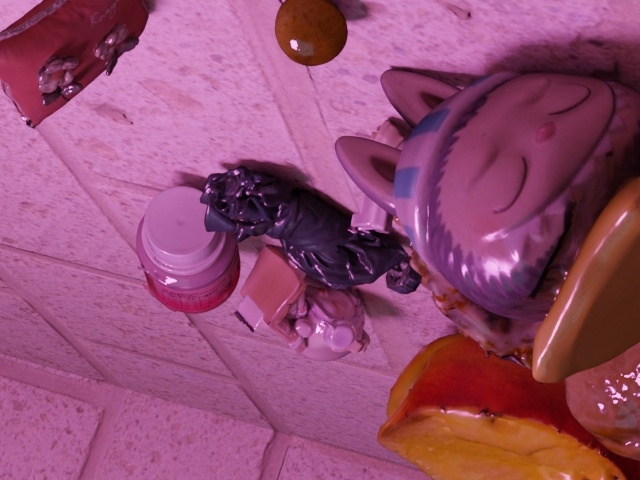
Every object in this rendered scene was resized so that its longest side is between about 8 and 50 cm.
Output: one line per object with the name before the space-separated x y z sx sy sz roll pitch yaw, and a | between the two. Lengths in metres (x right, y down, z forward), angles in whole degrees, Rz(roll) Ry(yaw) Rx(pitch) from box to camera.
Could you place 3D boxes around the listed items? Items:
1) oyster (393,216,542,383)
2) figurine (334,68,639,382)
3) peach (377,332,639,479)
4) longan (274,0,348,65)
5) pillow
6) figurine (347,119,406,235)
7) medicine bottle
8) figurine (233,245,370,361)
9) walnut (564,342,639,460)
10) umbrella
oyster | 0.236 0.061 2.061 0.361 0.096 0.221 22 131 -8
figurine | 0.220 -0.081 1.651 0.377 0.266 0.361 45 -155 26
peach | 0.309 0.272 2.506 0.380 0.242 0.306 35 139 -10
longan | -0.012 -0.207 1.625 0.083 0.075 0.075 57 -174 33
pillow | -0.247 -0.202 1.702 0.075 0.179 0.171 45 170 18
figurine | 0.165 -0.031 1.860 0.257 0.144 0.182 14 160 3
medicine bottle | -0.185 0.010 2.354 0.147 0.147 0.247 17 163 5
figurine | -0.011 0.103 2.523 0.237 0.141 0.162 31 -172 -43
walnut | 0.399 0.118 1.873 0.283 0.283 0.227 5 172 38
umbrella | 0.001 0.002 2.221 0.349 0.094 0.143 29 165 -36
